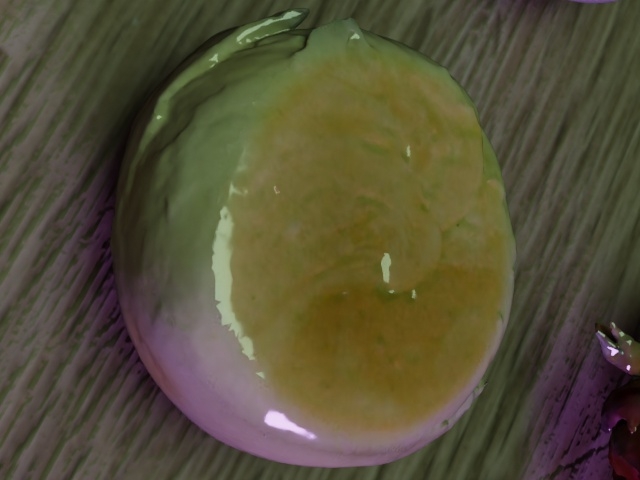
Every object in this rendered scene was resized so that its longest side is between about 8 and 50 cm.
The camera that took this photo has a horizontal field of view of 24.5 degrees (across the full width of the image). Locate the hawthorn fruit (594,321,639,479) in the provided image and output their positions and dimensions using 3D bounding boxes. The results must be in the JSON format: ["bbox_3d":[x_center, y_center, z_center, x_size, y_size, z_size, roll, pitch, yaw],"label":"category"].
[{"bbox_3d":[0.294,0.135,0.932,0.307,0.276,0.276,32,70,-5],"label":"hawthorn fruit"}]

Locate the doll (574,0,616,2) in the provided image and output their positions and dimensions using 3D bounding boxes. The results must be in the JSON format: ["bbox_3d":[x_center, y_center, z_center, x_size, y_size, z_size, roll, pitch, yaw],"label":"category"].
[{"bbox_3d":[0.178,-0.271,0.946,0.221,0.221,0.251,29,45,-25],"label":"doll"}]

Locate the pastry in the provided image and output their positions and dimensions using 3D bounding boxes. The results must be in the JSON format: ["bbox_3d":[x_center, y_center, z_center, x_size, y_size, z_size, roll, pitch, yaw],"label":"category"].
[{"bbox_3d":[0.000,0.002,0.831,0.264,0.133,0.265,3,84,-31],"label":"pastry"}]
